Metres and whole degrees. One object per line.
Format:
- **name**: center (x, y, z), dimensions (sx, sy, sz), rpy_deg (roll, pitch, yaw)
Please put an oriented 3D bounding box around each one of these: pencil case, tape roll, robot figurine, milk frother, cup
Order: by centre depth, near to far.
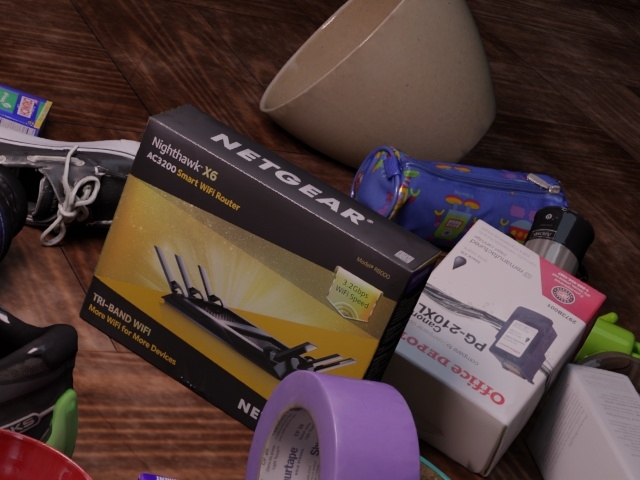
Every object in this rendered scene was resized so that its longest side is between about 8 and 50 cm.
- **tape roll**: center (0.006, 0.209, 1.284), dimensions (0.080, 0.189, 0.189), rpy_deg (12, 27, -24)
- **robot figurine**: center (0.345, 0.132, 1.866), dimensions (0.115, 0.067, 0.101), rpy_deg (25, 37, 4)
- **milk frother**: center (0.300, 0.054, 1.960), dimensions (0.143, 0.129, 0.134), rpy_deg (44, 56, -22)
- **pencil case**: center (0.196, -0.049, 2.024), dimensions (0.306, 0.133, 0.119), rpy_deg (9, 45, -25)
- **cup**: center (0.111, -0.216, 2.129), dimensions (0.237, 0.331, 0.331), rpy_deg (46, 21, -16)

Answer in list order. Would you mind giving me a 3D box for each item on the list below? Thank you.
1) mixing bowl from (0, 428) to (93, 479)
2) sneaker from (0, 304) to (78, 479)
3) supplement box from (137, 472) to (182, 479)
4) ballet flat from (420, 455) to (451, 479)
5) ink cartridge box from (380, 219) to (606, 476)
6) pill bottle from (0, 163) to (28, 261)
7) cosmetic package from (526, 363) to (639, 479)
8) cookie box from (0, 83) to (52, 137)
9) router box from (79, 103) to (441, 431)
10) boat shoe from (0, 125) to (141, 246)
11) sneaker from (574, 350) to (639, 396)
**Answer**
- **mixing bowl**: center (-0.257, 0.233, 1.121), dimensions (0.181, 0.098, 0.181), rpy_deg (19, 27, -10)
- **sneaker**: center (-0.404, 0.036, 1.265), dimensions (0.483, 0.202, 0.185), rpy_deg (26, 25, 6)
- **supplement box**: center (-0.089, 0.293, 1.132), dimensions (0.111, 0.114, 0.220), rpy_deg (13, 29, -23)
- **ballet flat**: center (0.108, 0.295, 1.318), dimensions (0.342, 0.116, 0.124), rpy_deg (38, 40, 19)
- **ink cartridge box**: center (0.175, 0.112, 1.627), dimensions (0.172, 0.100, 0.237), rpy_deg (32, 49, 15)
- **pill bottle**: center (-0.377, -0.006, 1.464), dimensions (0.123, 0.122, 0.219), rpy_deg (27, 25, 7)
- **cosmetic package**: center (0.303, 0.242, 1.557), dimensions (0.086, 0.117, 0.231), rpy_deg (12, 28, -20)
- **cookie box**: center (-0.393, -0.157, 1.843), dimensions (0.107, 0.040, 0.092), rpy_deg (20, 24, -9)
- **router box**: center (-0.067, 0.044, 1.487), dimensions (0.309, 0.243, 0.081), rpy_deg (30, 26, 16)
- **boat shoe**: center (-0.288, -0.058, 1.658), dimensions (0.306, 0.113, 0.105), rpy_deg (15, 33, -10)
- **sneaker**: center (0.376, 0.180, 1.800), dimensions (0.188, 0.066, 0.071), rpy_deg (4, 36, -32)
